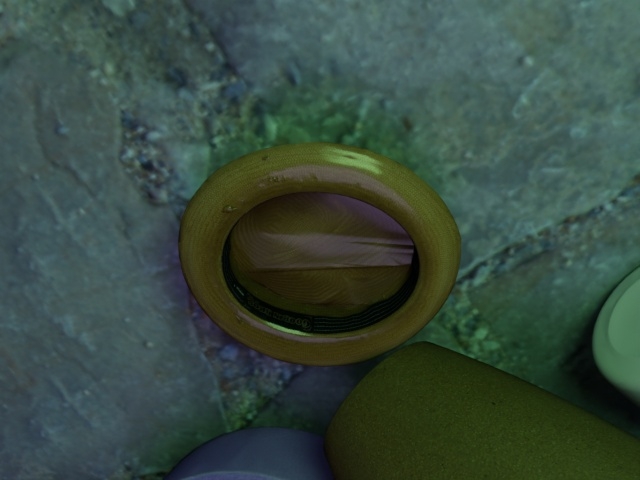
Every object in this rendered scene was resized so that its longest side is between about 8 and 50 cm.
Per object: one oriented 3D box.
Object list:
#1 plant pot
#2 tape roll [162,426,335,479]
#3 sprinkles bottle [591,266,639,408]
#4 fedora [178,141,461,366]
[{"bbox_3d":[0.126,0.195,0.602,0.237,0.254,0.237,-34,148,-25],"label":"plant pot"},{"bbox_3d":[-0.040,0.304,0.745,0.274,0.090,0.275,4,104,15],"label":"tape roll"},{"bbox_3d":[0.368,0.153,0.683,0.355,0.121,0.121,38,115,-20],"label":"sprinkles bottle"},{"bbox_3d":[0.000,0.000,0.621,0.194,0.079,0.194,2,122,3],"label":"fedora"}]
